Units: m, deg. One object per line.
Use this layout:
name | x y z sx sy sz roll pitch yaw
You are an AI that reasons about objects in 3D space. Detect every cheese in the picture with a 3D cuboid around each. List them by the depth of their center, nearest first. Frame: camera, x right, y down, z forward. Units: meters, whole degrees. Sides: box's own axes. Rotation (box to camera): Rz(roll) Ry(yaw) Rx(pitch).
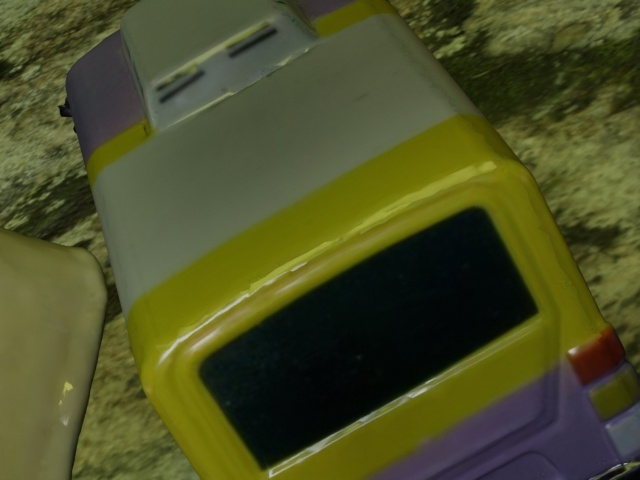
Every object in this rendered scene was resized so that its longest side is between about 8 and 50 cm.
cheese | -0.224 0.213 0.942 0.384 0.104 0.384 -46 35 47

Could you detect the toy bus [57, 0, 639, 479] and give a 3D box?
toy bus | 0.000 0.000 1.047 0.209 0.249 0.440 -29 26 2
